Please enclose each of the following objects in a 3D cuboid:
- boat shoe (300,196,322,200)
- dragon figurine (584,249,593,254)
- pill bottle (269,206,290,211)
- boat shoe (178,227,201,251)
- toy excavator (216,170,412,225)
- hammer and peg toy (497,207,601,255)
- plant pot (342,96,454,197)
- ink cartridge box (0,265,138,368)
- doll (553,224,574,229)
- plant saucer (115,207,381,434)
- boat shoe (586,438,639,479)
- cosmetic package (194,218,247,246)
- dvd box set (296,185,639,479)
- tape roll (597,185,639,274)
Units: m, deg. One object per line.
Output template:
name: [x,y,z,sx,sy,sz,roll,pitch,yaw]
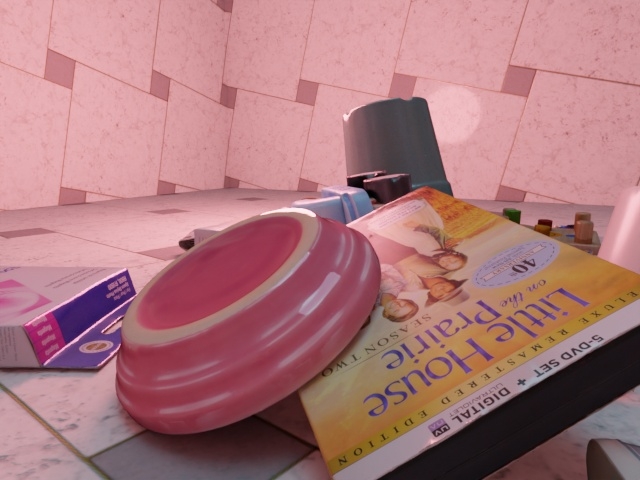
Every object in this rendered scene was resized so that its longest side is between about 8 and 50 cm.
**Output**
boat shoe: [0.058,-0.084,1.719,0.307,0.110,0.104,20,16,35]
dragon figurine: [0.365,0.047,0.805,0.144,0.085,0.289,7,10,34]
pill bottle: [-0.086,-0.065,1.600,0.169,0.094,0.094,-1,11,-8]
boat shoe: [-0.287,0.018,1.245,0.226,0.083,0.076,3,28,47]
toy excavator: [-0.031,-0.032,1.198,0.445,0.222,0.433,-11,11,-11]
hammer and peg toy: [0.598,-0.017,1.274,0.266,0.127,0.361,6,12,27]
plant pot: [0.214,-0.226,1.420,0.341,0.334,0.341,-9,3,0]
ink cartridge box: [-0.442,0.105,0.757,0.330,0.071,0.324,-1,10,0]
doll: [0.818,-0.030,1.573,0.189,0.046,0.129,-6,13,-28]
plant saucer: [-0.097,0.062,0.559,0.332,0.084,0.332,-23,24,11]
boat shoe: [0.240,0.189,0.285,0.081,0.079,0.227,-3,7,8]
cosmetic package: [-0.098,0.049,0.831,0.184,0.151,0.151,7,12,28]
dvd box set: [0.097,0.068,0.538,0.308,0.062,0.420,-27,23,-6]
tape roll: [0.517,0.042,0.657,0.246,0.169,0.246,20,1,-1]
